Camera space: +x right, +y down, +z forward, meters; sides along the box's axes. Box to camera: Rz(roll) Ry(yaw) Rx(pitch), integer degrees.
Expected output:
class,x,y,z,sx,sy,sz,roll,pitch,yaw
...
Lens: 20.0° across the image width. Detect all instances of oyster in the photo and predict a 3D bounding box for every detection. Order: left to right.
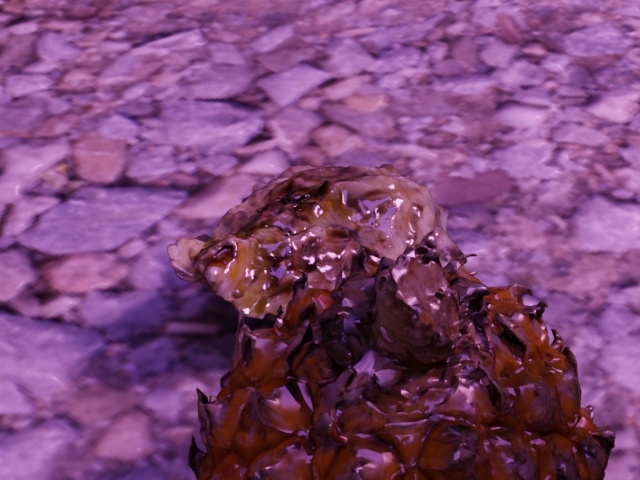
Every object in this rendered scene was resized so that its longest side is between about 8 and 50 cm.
class,x,y,z,sx,sy,sz,roll,pitch,yaw
oyster,0.002,0.003,0.788,0.108,0.053,0.166,27,35,11

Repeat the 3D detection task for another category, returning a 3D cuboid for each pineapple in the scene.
class,x,y,z,sx,sy,sz,roll,pitch,yaw
pineapple,0.033,0.059,0.645,0.161,0.137,0.176,16,40,15
